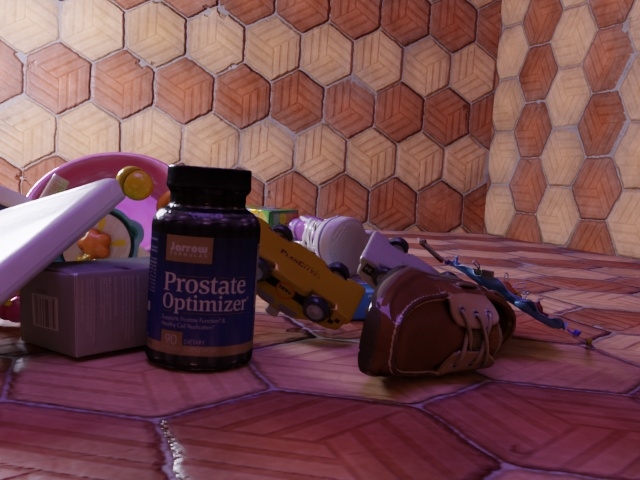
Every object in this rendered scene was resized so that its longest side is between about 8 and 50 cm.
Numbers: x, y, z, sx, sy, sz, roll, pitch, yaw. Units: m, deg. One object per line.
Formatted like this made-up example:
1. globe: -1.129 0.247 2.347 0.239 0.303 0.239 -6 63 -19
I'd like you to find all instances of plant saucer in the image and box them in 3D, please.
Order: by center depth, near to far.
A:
1. plant saucer: -0.428 -0.046 1.456 0.332 0.084 0.332 2 46 -2

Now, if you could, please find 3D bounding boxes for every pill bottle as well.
1. pill bottle: -0.131 0.027 0.809 0.123 0.219 0.123 4 5 0

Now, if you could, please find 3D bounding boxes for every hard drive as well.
1. hard drive: -0.380 0.020 0.821 0.203 0.040 0.307 -14 22 19

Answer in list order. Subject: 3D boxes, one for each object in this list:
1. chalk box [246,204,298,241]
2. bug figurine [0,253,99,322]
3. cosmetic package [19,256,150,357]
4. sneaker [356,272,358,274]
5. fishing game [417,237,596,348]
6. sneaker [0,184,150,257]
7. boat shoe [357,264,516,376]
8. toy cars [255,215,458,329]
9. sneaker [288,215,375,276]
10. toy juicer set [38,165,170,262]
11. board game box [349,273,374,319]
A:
1. chalk box: -0.146 -0.025 1.953 0.213 0.132 0.132 6 6 32
2. bug figurine: -0.441 0.057 1.006 0.216 0.072 0.279 13 13 23
3. cosmetic package: -0.234 0.073 0.896 0.127 0.107 0.238 4 7 38
4. sneaker: 0.074 0.044 1.517 0.118 0.110 0.292 18 12 34
5. fishing game: 0.261 0.066 0.993 0.264 0.041 0.189 32 1 26
6. sneaker: -0.478 0.019 1.270 0.350 0.148 0.131 19 -14 4
7. boat shoe: 0.151 0.095 0.831 0.120 0.122 0.324 12 8 27
8. toy cars: 0.045 0.068 1.025 0.394 0.087 0.176 6 44 -33
9. sneaker: 0.000 0.001 1.294 0.161 0.102 0.282 16 -2 17
10. toy juicer set: -0.358 -0.028 1.173 0.329 0.209 0.089 9 -6 -1
11. board game box: 0.078 0.092 1.215 0.160 0.047 0.210 2 5 -16
